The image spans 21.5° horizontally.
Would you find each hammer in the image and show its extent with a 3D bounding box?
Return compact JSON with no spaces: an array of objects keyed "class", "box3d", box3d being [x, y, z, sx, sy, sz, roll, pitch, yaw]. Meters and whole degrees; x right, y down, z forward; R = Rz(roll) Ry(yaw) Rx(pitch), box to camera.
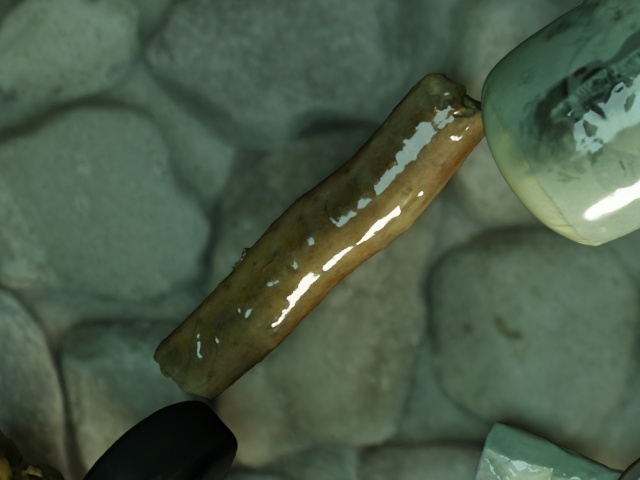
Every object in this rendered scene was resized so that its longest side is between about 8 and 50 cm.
[{"class":"hammer","box3d":[0.125,-0.165,0.817,0.202,0.113,0.305,-32,84,18]}]

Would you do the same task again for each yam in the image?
[{"class":"yam","box3d":[0.000,0.000,0.916,0.057,0.057,0.241,47,112,5]}]

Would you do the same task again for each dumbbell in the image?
[{"class":"dumbbell","box3d":[-0.041,0.185,0.919,0.191,0.100,0.100,46,111,19]}]

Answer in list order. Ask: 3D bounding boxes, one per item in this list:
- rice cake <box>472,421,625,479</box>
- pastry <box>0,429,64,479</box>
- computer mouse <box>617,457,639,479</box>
[{"class":"rice cake","box3d":[0.097,0.211,0.928,0.080,0.042,0.221,20,105,9]},{"class":"pastry","box3d":[-0.205,0.268,0.903,0.136,0.330,0.329,-6,99,18]},{"class":"computer mouse","box3d":[0.252,0.239,0.862,0.158,0.072,0.310,-20,91,14]}]
